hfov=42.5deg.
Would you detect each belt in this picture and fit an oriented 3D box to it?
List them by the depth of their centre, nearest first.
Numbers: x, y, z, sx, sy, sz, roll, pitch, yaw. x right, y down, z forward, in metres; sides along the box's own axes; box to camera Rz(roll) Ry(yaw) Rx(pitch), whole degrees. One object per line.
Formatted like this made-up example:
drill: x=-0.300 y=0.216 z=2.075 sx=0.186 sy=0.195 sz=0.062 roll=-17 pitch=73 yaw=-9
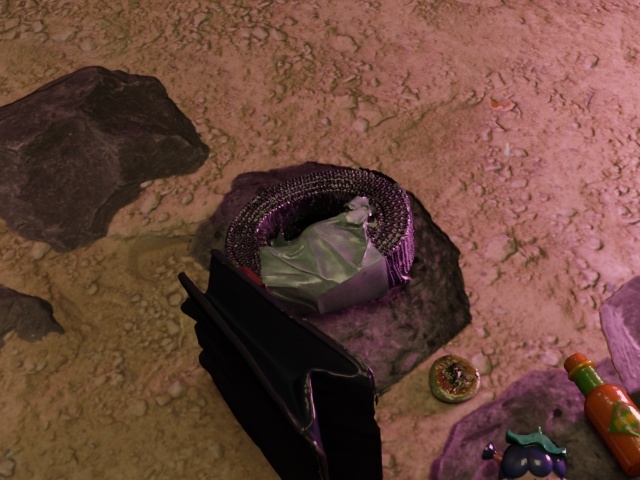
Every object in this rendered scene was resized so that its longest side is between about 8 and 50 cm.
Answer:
belt: x=0.000 y=0.000 z=1.385 sx=0.325 sy=0.122 sz=0.260 roll=-16 pitch=47 yaw=-7

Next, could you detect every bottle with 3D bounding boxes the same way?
bottle: x=0.414 y=0.242 z=1.184 sx=0.069 sy=0.069 sz=0.187 roll=-21 pitch=51 yaw=-12

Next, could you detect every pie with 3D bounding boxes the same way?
pie: x=0.205 y=0.210 z=1.258 sx=0.084 sy=0.021 sz=0.084 roll=-2 pitch=52 yaw=3

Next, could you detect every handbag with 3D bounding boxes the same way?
handbag: x=-0.056 y=0.193 z=1.114 sx=0.122 sy=0.303 sz=0.329 roll=-33 pitch=55 yaw=-21

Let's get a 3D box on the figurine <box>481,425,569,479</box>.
figurine: x=0.279 y=0.342 z=1.096 sx=0.111 sy=0.102 sz=0.195 roll=10 pitch=55 yaw=-3
